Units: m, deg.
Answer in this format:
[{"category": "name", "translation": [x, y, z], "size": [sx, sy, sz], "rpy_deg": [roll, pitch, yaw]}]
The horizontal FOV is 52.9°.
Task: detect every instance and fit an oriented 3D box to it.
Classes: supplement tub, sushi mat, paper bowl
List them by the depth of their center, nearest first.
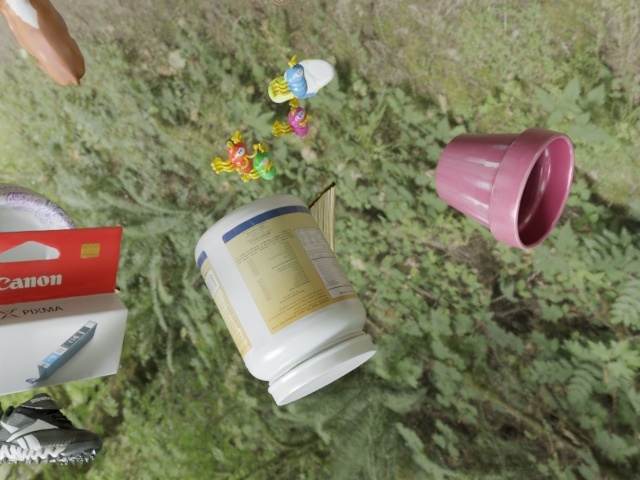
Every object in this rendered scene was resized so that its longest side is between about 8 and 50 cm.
[{"category": "supplement tub", "translation": [-0.061, 0.104, 1.135], "size": [0.316, 0.228, 0.228], "rpy_deg": [61, 169, 16]}, {"category": "paper bowl", "translation": [-0.648, 0.024, 1.309], "size": [0.148, 0.284, 0.284], "rpy_deg": [23, 157, 44]}, {"category": "sushi mat", "translation": [0.000, 0.000, 1.709], "size": [0.019, 0.151, 0.316], "rpy_deg": [25, 141, 23]}]

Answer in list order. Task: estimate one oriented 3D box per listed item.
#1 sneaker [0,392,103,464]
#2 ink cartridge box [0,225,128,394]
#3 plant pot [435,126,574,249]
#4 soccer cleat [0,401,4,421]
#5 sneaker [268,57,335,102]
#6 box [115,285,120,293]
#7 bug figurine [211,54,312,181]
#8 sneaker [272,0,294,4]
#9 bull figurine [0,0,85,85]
[{"category": "sneaker", "translation": [-0.418, 0.284, 0.975], "size": [0.234, 0.106, 0.078], "rpy_deg": [-12, 157, 32]}, {"category": "ink cartridge box", "translation": [-0.453, 0.114, 1.004], "size": [0.296, 0.261, 0.066], "rpy_deg": [-5, -149, -38]}, {"category": "plant pot", "translation": [0.310, -0.104, 1.115], "size": [0.180, 0.201, 0.201], "rpy_deg": [22, 157, 39]}, {"category": "soccer cleat", "translation": [-0.740, 0.334, 1.430], "size": [0.060, 0.072, 0.179], "rpy_deg": [14, 134, 39]}, {"category": "sneaker", "translation": [-0.032, -0.456, 1.819], "size": [0.240, 0.126, 0.091], "rpy_deg": [-7, 99, 40]}, {"category": "box", "translation": [-0.604, 0.143, 1.525], "size": [0.164, 0.201, 0.021], "rpy_deg": [35, -160, -36]}, {"category": "bug figurine", "translation": [-0.092, -0.219, 1.283], "size": [0.072, 0.279, 0.216], "rpy_deg": [32, 172, 16]}, {"category": "sneaker", "translation": [-0.074, -0.661, 1.677], "size": [0.118, 0.067, 0.042], "rpy_deg": [-7, 158, 28]}, {"category": "bull figurine", "translation": [-0.565, -0.445, 1.253], "size": [0.188, 0.101, 0.310], "rpy_deg": [48, 162, 42]}]
